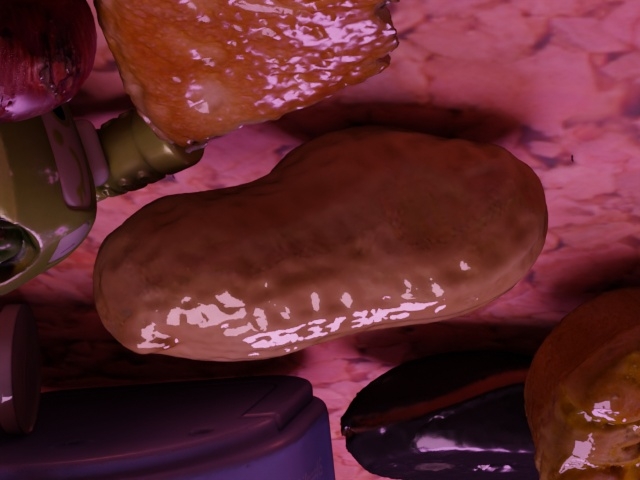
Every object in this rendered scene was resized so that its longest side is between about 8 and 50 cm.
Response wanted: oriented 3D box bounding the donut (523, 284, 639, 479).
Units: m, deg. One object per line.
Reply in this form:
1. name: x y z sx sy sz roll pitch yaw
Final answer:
1. donut: 0.302 0.136 1.292 0.261 0.128 0.208 13 115 -23

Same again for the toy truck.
1. toy truck: -0.205 -0.041 1.027 0.210 0.148 0.187 -10 166 -47

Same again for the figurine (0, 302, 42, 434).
1. figurine: -0.377 0.114 1.346 0.236 0.133 0.176 -2 158 3

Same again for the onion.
1. onion: -0.190 -0.144 0.839 0.150 0.150 0.140 9 124 -16

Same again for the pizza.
1. pizza: -0.036 -0.153 0.844 0.182 0.074 0.365 7 153 -6

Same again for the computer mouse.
1. computer mouse: 0.175 0.165 1.435 0.323 0.116 0.183 6 163 -21

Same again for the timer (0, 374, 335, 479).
1. timer: -0.187 0.246 1.391 0.395 0.173 0.395 -6 -174 1

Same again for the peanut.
1. peanut: 0.000 0.000 1.051 0.319 0.147 0.147 -12 156 -9
